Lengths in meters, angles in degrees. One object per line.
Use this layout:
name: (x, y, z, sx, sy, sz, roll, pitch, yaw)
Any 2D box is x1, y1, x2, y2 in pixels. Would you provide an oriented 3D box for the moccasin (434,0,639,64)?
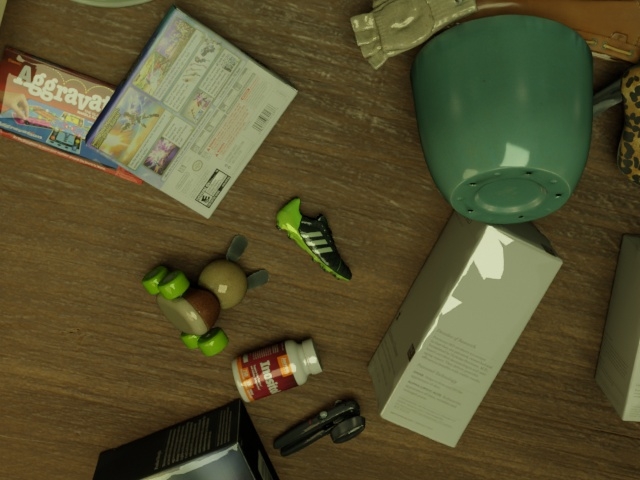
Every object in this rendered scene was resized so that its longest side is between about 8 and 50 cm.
moccasin: (0.343, -0.337, 1.772, 0.379, 0.139, 0.147, 0, 100, -13)

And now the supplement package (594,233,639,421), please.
supplement package: (0.619, 0.157, 1.918, 0.175, 0.177, 0.293, 5, 109, -4)

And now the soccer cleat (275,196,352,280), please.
soccer cleat: (0.000, 0.000, 1.895, 0.179, 0.060, 0.072, 43, 88, -15)

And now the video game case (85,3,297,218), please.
video game case: (-0.214, -0.210, 1.789, 0.244, 0.061, 0.269, 32, 101, -23)

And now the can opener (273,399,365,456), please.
can opener: (-0.005, 0.349, 2.009, 0.186, 0.073, 0.059, -23, 116, 14)

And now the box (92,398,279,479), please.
box: (-0.224, 0.499, 1.981, 0.294, 0.183, 0.296, -22, 108, 5)

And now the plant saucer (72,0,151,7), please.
plant saucer: (-0.338, -0.558, 1.669, 0.400, 0.100, 0.401, -1, 108, -2)

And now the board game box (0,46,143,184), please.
board game box: (-0.411, -0.208, 1.817, 0.281, 0.027, 0.145, 19, 105, -9)

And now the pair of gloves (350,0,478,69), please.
pair of gloves: (0.118, -0.413, 1.723, 0.204, 0.042, 0.240, -28, 74, 10)

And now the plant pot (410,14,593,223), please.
plant pot: (0.289, -0.167, 1.691, 0.292, 0.293, 0.235, 2, 64, -4)

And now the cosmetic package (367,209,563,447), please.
cosmetic package: (0.241, 0.131, 1.870, 0.156, 0.217, 0.385, 23, 104, -11)

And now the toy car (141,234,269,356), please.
toy car: (-0.185, 0.080, 1.895, 0.188, 0.149, 0.155, -40, 112, -20)

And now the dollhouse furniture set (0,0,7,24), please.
dollhouse furniture set: (-0.629, -0.348, 1.602, 0.303, 0.286, 0.198, 14, 122, -19)

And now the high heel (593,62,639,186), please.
high heel: (0.574, -0.177, 1.804, 0.261, 0.186, 0.093, 42, 57, -10)

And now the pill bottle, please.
pill bottle: (-0.077, 0.229, 1.949, 0.152, 0.086, 0.086, -19, 108, 3)
